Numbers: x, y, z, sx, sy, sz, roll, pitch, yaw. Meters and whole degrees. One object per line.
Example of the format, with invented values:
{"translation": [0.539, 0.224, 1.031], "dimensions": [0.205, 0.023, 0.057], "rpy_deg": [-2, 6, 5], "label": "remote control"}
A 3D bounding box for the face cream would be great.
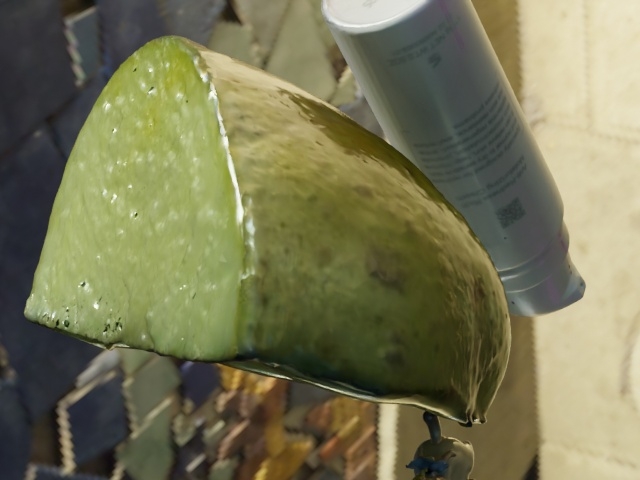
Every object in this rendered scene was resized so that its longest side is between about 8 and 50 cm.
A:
{"translation": [0.110, -0.068, 1.232], "dimensions": [0.102, 0.102, 0.345], "rpy_deg": [7, 144, 34], "label": "face cream"}

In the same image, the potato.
{"translation": [0.000, 0.000, 1.127], "dimensions": [0.330, 0.280, 0.213], "rpy_deg": [5, 81, 59], "label": "potato"}

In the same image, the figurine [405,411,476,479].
{"translation": [0.078, 0.165, 1.148], "dimensions": [0.047, 0.083, 0.050], "rpy_deg": [-14, 140, 25], "label": "figurine"}
